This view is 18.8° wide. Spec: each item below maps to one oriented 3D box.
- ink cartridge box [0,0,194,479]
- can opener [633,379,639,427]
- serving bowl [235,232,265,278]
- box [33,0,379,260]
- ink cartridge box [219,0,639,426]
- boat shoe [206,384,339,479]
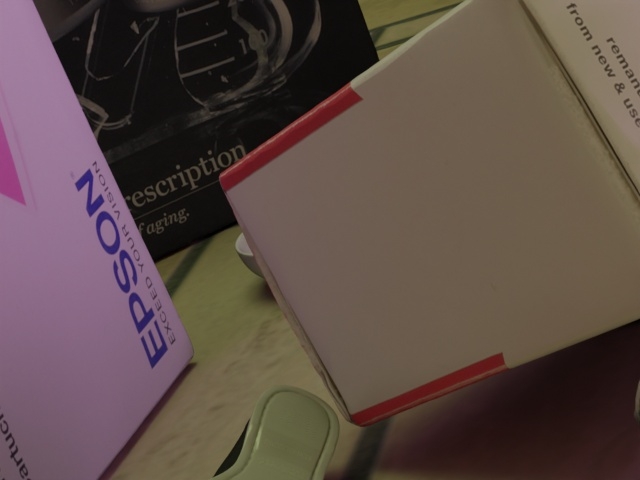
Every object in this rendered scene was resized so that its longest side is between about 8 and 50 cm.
[{"bbox_3d":[-0.187,-0.017,0.749,0.071,0.324,0.330,-16,18,22],"label":"ink cartridge box"},{"bbox_3d":[0.235,0.030,0.589,0.283,0.076,0.095,-18,50,8],"label":"can opener"},{"bbox_3d":[0.000,0.000,0.982,0.083,0.027,0.083,-19,18,6],"label":"serving bowl"},{"bbox_3d":[-0.176,-0.140,1.130,0.343,0.312,0.179,-27,18,-16],"label":"box"},{"bbox_3d":[0.135,-0.057,0.732,0.283,0.117,0.207,-29,-2,-34],"label":"ink cartridge box"},{"bbox_3d":[-0.026,0.099,0.697,0.046,0.038,0.125,23,30,0],"label":"boat shoe"}]
